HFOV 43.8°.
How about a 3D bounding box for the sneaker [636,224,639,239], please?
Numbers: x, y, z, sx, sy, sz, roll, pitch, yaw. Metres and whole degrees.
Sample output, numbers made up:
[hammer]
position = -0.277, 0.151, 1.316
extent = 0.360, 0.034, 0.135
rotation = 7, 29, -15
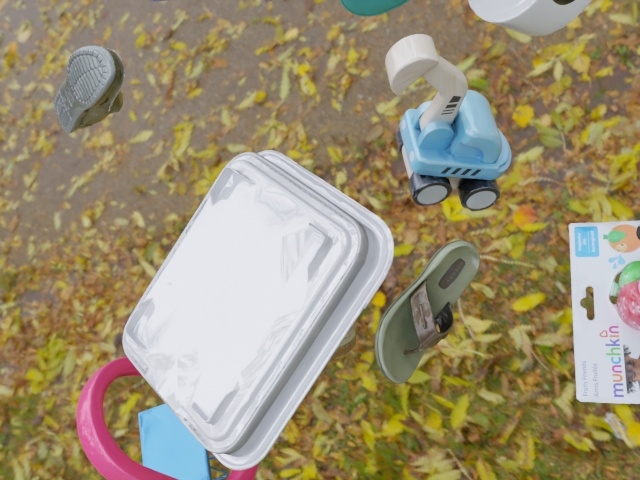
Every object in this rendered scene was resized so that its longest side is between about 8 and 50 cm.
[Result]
[sneaker]
position = 0.559, 0.000, 1.090
extent = 0.235, 0.084, 0.097
rotation = 19, 103, 15

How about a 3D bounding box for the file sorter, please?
[file sorter]
position = -0.228, 0.372, 1.370
extent = 0.118, 0.104, 0.170
rotation = -21, 59, 13

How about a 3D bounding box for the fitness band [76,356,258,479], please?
[fitness band]
position = -0.215, 0.277, 1.159
extent = 0.054, 0.291, 0.209
rotation = -34, 37, 37

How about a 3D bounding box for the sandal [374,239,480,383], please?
[sandal]
position = 0.205, 0.132, 1.493
extent = 0.302, 0.120, 0.086
rotation = -57, 29, -3

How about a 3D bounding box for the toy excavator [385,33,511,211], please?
[toy excavator]
position = 0.312, -0.300, 1.959
extent = 0.445, 0.433, 0.222
rotation = 117, 150, -50

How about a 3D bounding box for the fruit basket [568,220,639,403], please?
[fruit basket]
position = 0.572, 0.094, 1.225
extent = 0.353, 0.165, 0.327
rotation = 2, 59, 13

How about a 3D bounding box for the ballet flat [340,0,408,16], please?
[ballet flat]
position = 0.187, -0.567, 1.405
extent = 0.483, 0.164, 0.182
rotation = -26, 43, 65

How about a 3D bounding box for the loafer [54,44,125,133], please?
[loafer]
position = -0.378, -0.260, 1.344
extent = 0.251, 0.087, 0.094
rotation = -21, 89, 56

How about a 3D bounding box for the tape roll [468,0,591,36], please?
[tape roll]
position = 0.378, -0.509, 1.392
extent = 0.286, 0.100, 0.286
rotation = -25, 61, 57

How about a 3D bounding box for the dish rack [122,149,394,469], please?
[dish rack]
position = -0.098, 0.063, 0.931
extent = 0.285, 0.072, 0.333
rotation = 36, 96, 39

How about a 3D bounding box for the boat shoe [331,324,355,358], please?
[boat shoe]
position = -0.077, 0.031, 1.084
extent = 0.123, 0.123, 0.342
rotation = -19, 35, -31

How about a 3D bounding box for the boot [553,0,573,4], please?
[boot]
position = 0.258, -0.403, 0.994
extent = 0.077, 0.137, 0.198
rotation = -38, 52, 33
